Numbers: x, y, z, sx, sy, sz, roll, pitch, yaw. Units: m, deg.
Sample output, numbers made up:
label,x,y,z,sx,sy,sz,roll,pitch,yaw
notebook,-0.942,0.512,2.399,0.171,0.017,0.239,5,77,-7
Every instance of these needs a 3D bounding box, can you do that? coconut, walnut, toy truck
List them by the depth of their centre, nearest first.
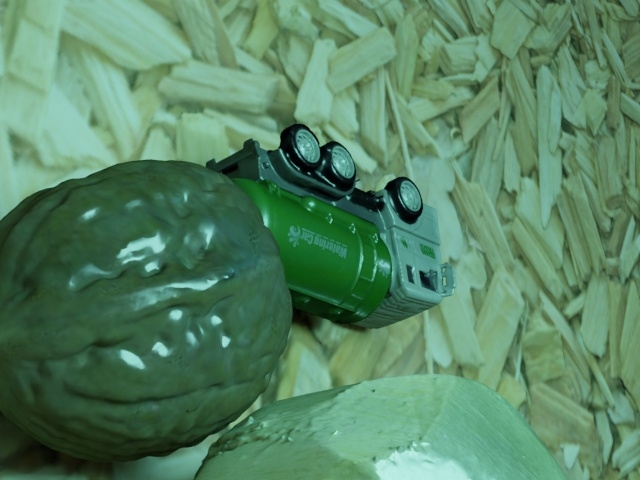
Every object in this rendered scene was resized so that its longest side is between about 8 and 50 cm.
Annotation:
label,x,y,z,sx,sy,sz,roll,pitch,yaw
walnut,-0.114,0.043,0.843,0.230,0.178,0.178,-11,74,-54
coconut,0.044,0.198,0.846,0.245,0.247,0.245,30,50,-45
toy truck,0.000,0.000,1.120,0.242,0.101,0.125,20,53,-46
